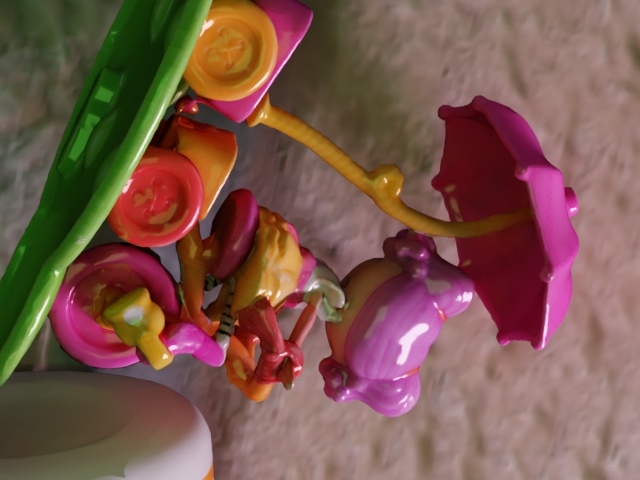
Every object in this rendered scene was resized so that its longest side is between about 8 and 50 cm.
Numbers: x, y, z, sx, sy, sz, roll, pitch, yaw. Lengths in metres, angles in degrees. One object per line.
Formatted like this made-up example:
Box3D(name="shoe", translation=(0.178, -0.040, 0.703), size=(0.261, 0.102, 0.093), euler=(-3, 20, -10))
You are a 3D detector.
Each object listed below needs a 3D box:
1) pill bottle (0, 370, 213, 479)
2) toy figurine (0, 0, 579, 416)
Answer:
Box3D(name="pill bottle", translation=(-0.092, 0.162, 0.531), size=(0.121, 0.121, 0.221), euler=(-1, 102, -2))
Box3D(name="toy figurine", translation=(0.000, 0.000, 0.507), size=(0.159, 0.130, 0.173), euler=(25, 98, -17))
